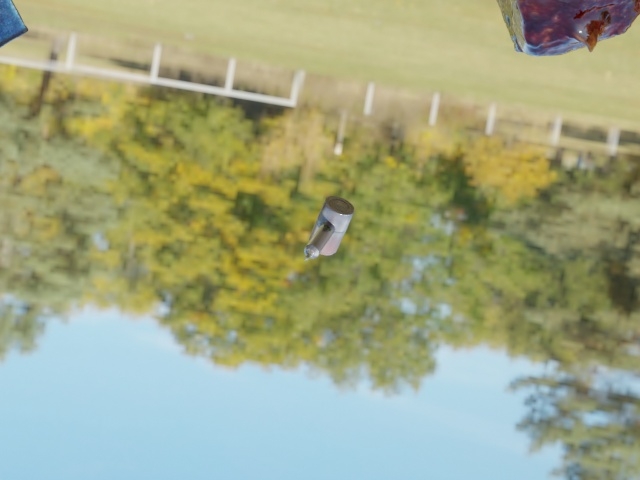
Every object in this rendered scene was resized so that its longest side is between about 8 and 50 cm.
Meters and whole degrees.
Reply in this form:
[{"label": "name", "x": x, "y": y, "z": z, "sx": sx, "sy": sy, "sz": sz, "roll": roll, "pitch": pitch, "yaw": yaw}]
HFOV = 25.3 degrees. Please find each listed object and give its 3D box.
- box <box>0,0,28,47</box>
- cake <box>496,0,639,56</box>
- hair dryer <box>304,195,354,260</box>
[{"label": "box", "x": -0.534, "y": -0.363, "z": 1.891, "sx": 0.116, "sy": 0.261, "sz": 0.279, "roll": -36, "pitch": -159, "yaw": -24}, {"label": "cake", "x": 0.236, "y": -0.309, "z": 1.319, "sx": 0.198, "sy": 0.293, "sz": 0.196, "roll": -18, "pitch": 155, "yaw": 2}, {"label": "hair dryer", "x": 0.000, "y": 0.000, "z": 1.622, "sx": 0.037, "sy": 0.063, "sz": 0.114, "roll": 27, "pitch": -149, "yaw": 6}]
